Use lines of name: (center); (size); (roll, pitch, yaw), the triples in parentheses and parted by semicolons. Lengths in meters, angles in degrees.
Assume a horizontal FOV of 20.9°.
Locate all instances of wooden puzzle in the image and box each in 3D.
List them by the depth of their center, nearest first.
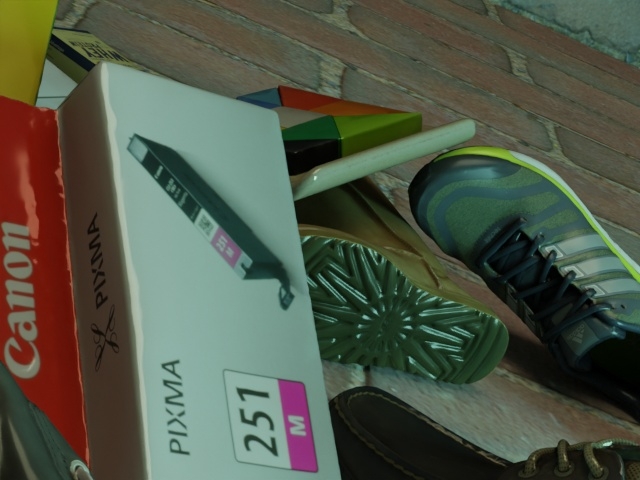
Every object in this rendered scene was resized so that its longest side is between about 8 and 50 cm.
wooden puzzle: (-0.031, -0.083, 1.376); (0.239, 0.044, 0.221); (9, 20, 39)

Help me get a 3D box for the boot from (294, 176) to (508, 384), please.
boot: (0.000, 0.000, 1.344); (0.236, 0.089, 0.269); (27, 14, -34)

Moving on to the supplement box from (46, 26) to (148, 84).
supplement box: (-0.196, -0.117, 1.399); (0.083, 0.083, 0.056); (36, 20, 29)

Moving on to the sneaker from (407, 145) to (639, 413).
sneaker: (0.196, 0.035, 1.396); (0.300, 0.111, 0.121); (35, 23, -13)

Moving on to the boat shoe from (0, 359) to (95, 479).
boat shoe: (-0.122, 0.156, 0.718); (0.095, 0.112, 0.335); (33, 14, -43)

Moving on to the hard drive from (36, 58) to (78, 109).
hard drive: (-0.319, -0.173, 1.249); (0.353, 0.047, 0.233); (38, 12, 6)

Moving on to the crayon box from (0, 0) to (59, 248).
crayon box: (-0.335, -0.161, 0.991); (0.363, 0.106, 0.313); (27, 47, -24)

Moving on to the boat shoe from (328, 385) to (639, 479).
boat shoe: (0.158, 0.171, 0.983); (0.355, 0.130, 0.132); (31, 19, 18)

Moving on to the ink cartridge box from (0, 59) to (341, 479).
ink cartridge box: (-0.114, 0.027, 0.926); (0.239, 0.060, 0.275); (14, 53, -36)
